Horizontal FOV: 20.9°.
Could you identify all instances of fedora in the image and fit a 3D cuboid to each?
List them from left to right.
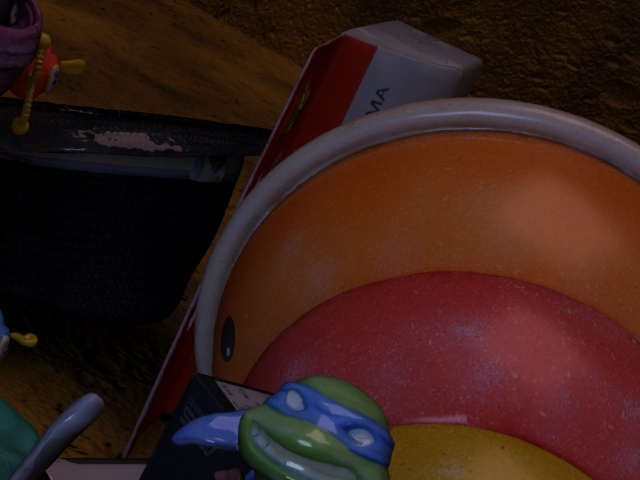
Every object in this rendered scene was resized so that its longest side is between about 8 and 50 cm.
[{"bbox_3d":[-0.175,-0.023,1.290,0.334,0.152,0.334,7,4,-1],"label":"fedora"}]

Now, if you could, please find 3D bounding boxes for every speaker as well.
[{"bbox_3d":[-0.122,0.151,0.987,0.055,0.055,0.136,35,16,36],"label":"speaker"}]

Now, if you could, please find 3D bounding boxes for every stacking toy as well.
[{"bbox_3d":[0.064,0.162,0.889,0.350,0.350,0.480,26,28,-3],"label":"stacking toy"}]

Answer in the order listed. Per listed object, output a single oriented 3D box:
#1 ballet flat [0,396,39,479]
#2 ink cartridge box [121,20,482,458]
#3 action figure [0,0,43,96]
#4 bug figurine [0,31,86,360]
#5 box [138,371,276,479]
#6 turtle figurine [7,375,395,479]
[{"bbox_3d":[-0.164,0.117,0.727,0.087,0.083,0.247,45,3,-16],"label":"ballet flat"},{"bbox_3d":[0.000,0.000,1.259,0.091,0.308,0.385,27,13,5],"label":"ink cartridge box"},{"bbox_3d":[-0.230,-0.041,0.832,0.276,0.370,0.248,41,31,-11],"label":"action figure"},{"bbox_3d":[-0.262,-0.034,1.032,0.216,0.279,0.072,8,29,-11],"label":"bug figurine"},{"bbox_3d":[-0.030,0.188,0.716,0.059,0.183,0.232,18,15,-31],"label":"box"},{"bbox_3d":[-0.055,0.168,0.513,0.198,0.266,0.275,26,3,-26],"label":"turtle figurine"}]
